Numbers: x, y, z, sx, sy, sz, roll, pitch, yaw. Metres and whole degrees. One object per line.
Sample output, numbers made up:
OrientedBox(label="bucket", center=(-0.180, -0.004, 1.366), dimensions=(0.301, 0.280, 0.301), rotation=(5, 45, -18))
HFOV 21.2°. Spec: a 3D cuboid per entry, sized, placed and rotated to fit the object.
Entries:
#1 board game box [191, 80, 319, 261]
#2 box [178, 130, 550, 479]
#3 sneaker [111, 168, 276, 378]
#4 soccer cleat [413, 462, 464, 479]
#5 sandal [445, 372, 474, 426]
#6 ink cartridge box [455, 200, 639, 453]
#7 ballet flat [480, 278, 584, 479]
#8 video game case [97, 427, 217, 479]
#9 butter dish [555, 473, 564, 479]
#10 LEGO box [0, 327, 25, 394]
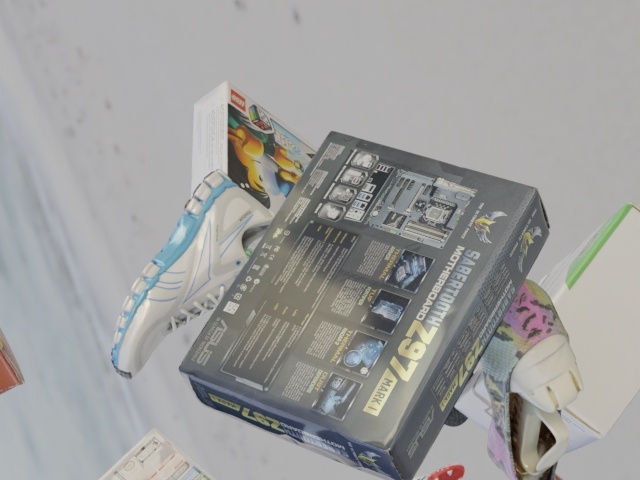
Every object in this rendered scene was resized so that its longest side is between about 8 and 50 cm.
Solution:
OrientedBox(label="board game box", center=(0.000, 0.000, 1.651), dimensions=(0.305, 0.053, 0.193), rotation=(35, -145, -33))
OrientedBox(label="box", center=(0.034, 0.042, 1.237), dimensions=(0.183, 0.232, 0.059), rotation=(17, 154, 30))
OrientedBox(label="sneaker", center=(-0.098, 0.036, 1.378), dimensions=(0.083, 0.190, 0.071), rotation=(29, 163, 7))
OrientedBox(label="soccer cleat", center=(0.102, 0.233, 1.624), dimensions=(0.029, 0.083, 0.035), rotation=(35, -156, -27))
OrientedBox(label="sandal", center=(0.127, 0.130, 1.975), dimensions=(0.179, 0.067, 0.040), rotation=(61, -176, -1))
OrientedBox(label="ink cartridge box", center=(0.264, 0.104, 1.747), dimensions=(0.121, 0.211, 0.289), rotation=(38, 166, 3))
OrientedBox(label="ballet flat", center=(0.169, 0.122, 1.341), dimensions=(0.079, 0.077, 0.221), rotation=(49, 157, 39))
OrientedBox(label="video game case", center=(-0.119, 0.211, 1.331), dimensions=(0.122, 0.087, 0.011), rotation=(36, 157, 28))
OrientedBox(label="butter dish", center=(0.255, 0.345, 1.934), dimensions=(0.160, 0.118, 0.160), rotation=(40, -164, -44))
OrientedBox(label="LEGO box", center=(-0.539, 0.001, 1.549), dimensions=(0.500, 0.372, 0.193), rotation=(55, 169, 42))
